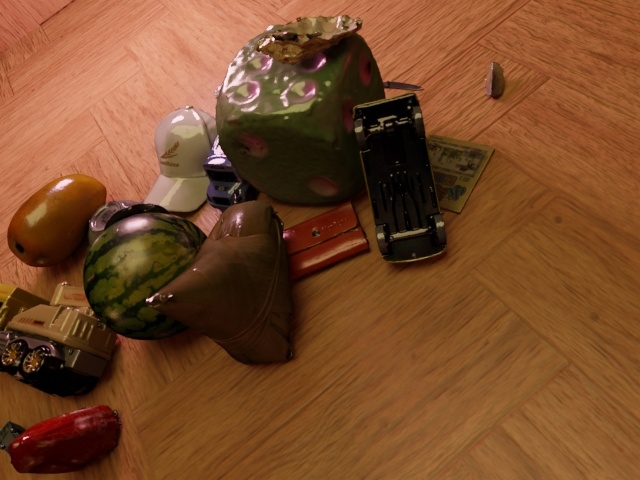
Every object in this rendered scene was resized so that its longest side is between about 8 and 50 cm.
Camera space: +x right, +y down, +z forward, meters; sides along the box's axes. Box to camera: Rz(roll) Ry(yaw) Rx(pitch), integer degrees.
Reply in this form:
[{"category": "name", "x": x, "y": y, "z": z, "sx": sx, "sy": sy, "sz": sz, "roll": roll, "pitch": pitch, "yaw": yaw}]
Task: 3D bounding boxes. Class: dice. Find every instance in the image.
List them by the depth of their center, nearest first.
[{"category": "dice", "x": -0.039, "y": -0.296, "z": 1.213, "sx": 0.318, "sy": 0.330, "sz": 0.322, "roll": 4, "pitch": 61, "yaw": 27}]

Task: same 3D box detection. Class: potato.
[{"category": "potato", "x": 0.430, "y": -0.389, "z": 1.263, "sx": 0.037, "sy": 0.036, "sz": 0.093, "roll": 9, "pitch": 77, "yaw": -12}]

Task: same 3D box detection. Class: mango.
[{"category": "mango", "x": -0.741, "y": -0.067, "z": 1.457, "sx": 0.173, "sy": 0.211, "sz": 0.317, "roll": 29, "pitch": 61, "yaw": 6}]

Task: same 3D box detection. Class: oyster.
[{"category": "oyster", "x": -0.012, "y": -0.412, "z": 1.044, "sx": 0.209, "sy": 0.072, "sz": 0.133, "roll": -30, "pitch": 47, "yaw": -26}]

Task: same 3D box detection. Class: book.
[{"category": "book", "x": 0.285, "y": -0.160, "z": 1.180, "sx": 0.168, "sy": 0.013, "sz": 0.192, "roll": 20, "pitch": 69, "yaw": 32}]

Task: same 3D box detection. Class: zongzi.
[{"category": "zongzi", "x": -0.191, "y": 0.001, "z": 1.031, "sx": 0.181, "sy": 0.418, "sz": 0.447, "roll": -16, "pitch": 61, "yaw": 17}]

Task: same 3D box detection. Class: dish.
[{"category": "dish", "x": -0.579, "y": -0.039, "z": 1.438, "sx": 0.224, "sy": 0.078, "sz": 0.246, "roll": -40, "pitch": 52, "yaw": -7}]

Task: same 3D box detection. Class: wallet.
[{"category": "wallet", "x": 0.000, "y": 0.000, "z": 1.176, "sx": 0.204, "sy": 0.045, "sz": 0.142, "roll": -23, "pitch": 52, "yaw": 7}]

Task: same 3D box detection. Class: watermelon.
[{"category": "watermelon", "x": -0.373, "y": 0.077, "z": 1.137, "sx": 0.285, "sy": 0.285, "sz": 0.285, "roll": -12, "pitch": 54, "yaw": 17}]

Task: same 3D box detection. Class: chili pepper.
[{"category": "chili pepper", "x": -0.531, "y": 0.403, "z": 1.015, "sx": 0.144, "sy": 0.253, "sz": 0.136, "roll": -1, "pitch": 76, "yaw": 14}]

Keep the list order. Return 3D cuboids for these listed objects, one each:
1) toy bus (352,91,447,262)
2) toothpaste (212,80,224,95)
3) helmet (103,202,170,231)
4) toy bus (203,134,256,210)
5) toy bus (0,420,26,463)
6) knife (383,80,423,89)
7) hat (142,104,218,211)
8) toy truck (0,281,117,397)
[{"category": "toy bus", "x": 0.170, "y": -0.127, "z": 1.071, "sx": 0.145, "sy": 0.151, "sz": 0.331, "roll": -11, "pitch": 98, "yaw": 11}, {"category": "toothpaste", "x": -0.218, "y": -0.456, "z": 1.574, "sx": 0.323, "sy": 0.066, "sz": 0.100, "roll": 30, "pitch": 78, "yaw": 40}, {"category": "helmet", "x": -0.476, "y": -0.029, "z": 1.344, "sx": 0.177, "sy": 0.153, "sz": 0.107, "roll": -10, "pitch": 20, "yaw": -19}, {"category": "toy bus", "x": -0.218, "y": -0.226, "z": 1.356, "sx": 0.125, "sy": 0.133, "sz": 0.292, "roll": 7, "pitch": 67, "yaw": 26}, {"category": "toy bus", "x": -0.672, "y": 0.464, "z": 1.148, "sx": 0.153, "sy": 0.061, "sz": 0.051, "roll": 20, "pitch": 69, "yaw": 34}, {"category": "knife", "x": 0.204, "y": -0.425, "z": 1.398, "sx": 0.170, "sy": 0.010, "sz": 0.023, "roll": 18, "pitch": 73, "yaw": 30}, {"category": "hat", "x": -0.408, "y": -0.223, "z": 1.430, "sx": 0.258, "sy": 0.168, "sz": 0.301, "roll": 11, "pitch": 63, "yaw": 30}, {"category": "toy truck", "x": -0.683, "y": 0.222, "z": 1.243, "sx": 0.405, "sy": 0.180, "sz": 0.254, "roll": 5, "pitch": 62, "yaw": 26}]
